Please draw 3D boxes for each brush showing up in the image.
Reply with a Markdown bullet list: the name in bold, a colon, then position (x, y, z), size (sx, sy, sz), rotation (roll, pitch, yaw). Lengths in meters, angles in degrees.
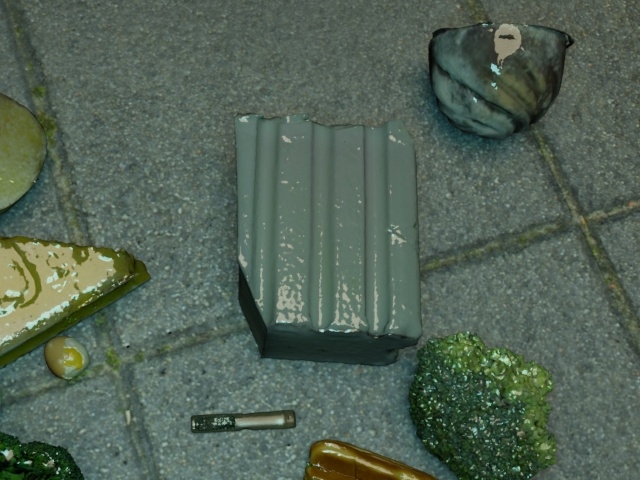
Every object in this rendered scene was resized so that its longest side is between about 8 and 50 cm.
- **brush**: position (-0.137, 0.325, 1.481), size (0.191, 0.027, 0.034), rotation (0, 70, -12)

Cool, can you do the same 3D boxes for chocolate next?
- **chocolate**: position (0.371, -0.321, 1.728), size (0.304, 0.303, 0.212), rotation (4, 89, -9)

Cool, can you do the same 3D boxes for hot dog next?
- **hot dog**: position (0.097, 0.438, 1.454), size (0.269, 0.072, 0.115), rotation (23, 65, -2)

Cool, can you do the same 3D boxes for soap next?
- **soap**: position (-0.519, 0.019, 1.461), size (0.339, 0.169, 0.304), rotation (-32, 87, -21)
- **soap**: position (0.000, 0.000, 1.540), size (0.351, 0.213, 0.434), rotation (3, 67, -12)

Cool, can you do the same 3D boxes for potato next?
- **potato**: position (-0.649, -0.136, 1.530), size (0.239, 0.116, 0.299), rotation (31, 55, -3)

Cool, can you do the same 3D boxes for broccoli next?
- **broccoli**: position (-0.482, 0.450, 1.233), size (0.298, 0.297, 0.297), rotation (1, 99, 6)
- **broccoli**: position (0.299, 0.305, 1.470), size (0.260, 0.235, 0.287), rotation (-15, 108, -15)

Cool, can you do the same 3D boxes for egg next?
- **egg**: position (-0.449, 0.204, 1.448), size (0.071, 0.071, 0.083), rotation (-39, 79, -22)

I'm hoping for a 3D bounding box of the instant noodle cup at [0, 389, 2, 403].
- **instant noodle cup**: position (-0.659, 0.258, 1.260), size (0.222, 0.311, 0.311), rotation (35, 66, 7)
